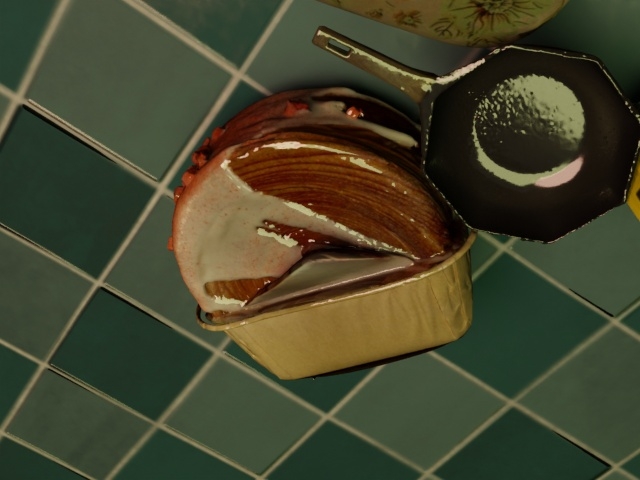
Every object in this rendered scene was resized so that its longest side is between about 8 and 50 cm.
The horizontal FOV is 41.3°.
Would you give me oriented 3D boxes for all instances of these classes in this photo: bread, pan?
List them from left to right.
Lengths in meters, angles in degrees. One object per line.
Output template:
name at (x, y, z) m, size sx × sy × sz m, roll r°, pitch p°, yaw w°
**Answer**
bread at (0.000, 0.000, 0.614) m, size 0.224 × 0.142 × 0.212 m, roll -17°, pitch 124°, yaw 20°
pan at (0.107, -0.092, 0.526) m, size 0.128 × 0.048 × 0.202 m, roll -33°, pitch 110°, yaw 25°

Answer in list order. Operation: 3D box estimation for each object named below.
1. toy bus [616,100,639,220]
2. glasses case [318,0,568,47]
toy bus at (0.361, -0.052, 0.525) m, size 0.330 × 0.144 × 0.152 m, roll 10°, pitch 126°, yaw 0°
glasses case at (-0.044, -0.233, 0.479) m, size 0.425 × 0.098 × 0.156 m, roll 19°, pitch 140°, yaw -4°
